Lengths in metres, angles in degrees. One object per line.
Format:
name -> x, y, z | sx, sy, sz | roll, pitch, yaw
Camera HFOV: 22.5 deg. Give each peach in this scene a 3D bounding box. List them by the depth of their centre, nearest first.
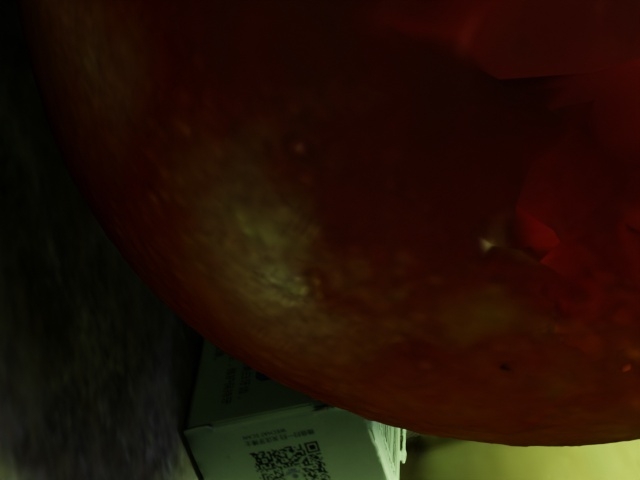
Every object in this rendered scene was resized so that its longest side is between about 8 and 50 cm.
peach -> 0.065, -0.105, 0.560 | 0.388, 0.388, 0.388 | -12, 90, -78

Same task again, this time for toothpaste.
toothpaste -> 0.000, 0.000, 0.798 | 0.336, 0.081, 0.067 | -84, 159, -56

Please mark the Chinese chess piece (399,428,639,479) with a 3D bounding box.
Chinese chess piece -> 0.124, 0.114, 0.808 | 0.270, 0.270, 0.112 | 0, 68, -78
